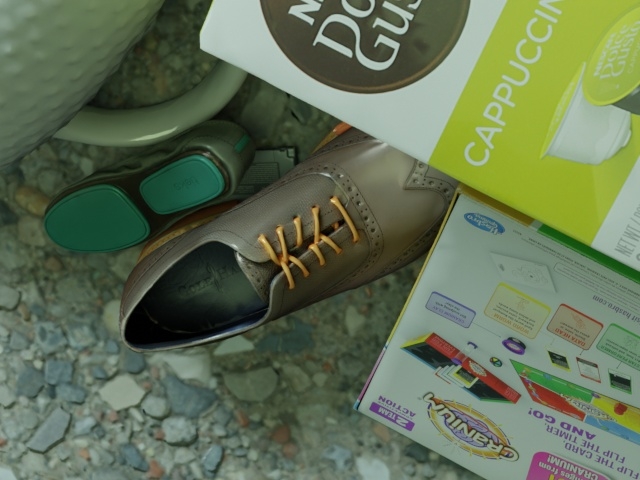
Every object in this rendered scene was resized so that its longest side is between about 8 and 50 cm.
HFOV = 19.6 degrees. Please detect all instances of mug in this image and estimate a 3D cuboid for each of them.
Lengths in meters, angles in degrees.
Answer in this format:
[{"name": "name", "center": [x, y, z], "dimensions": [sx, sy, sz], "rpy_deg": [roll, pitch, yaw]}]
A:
[{"name": "mug", "center": [-0.224, -0.191, 1.421], "dimensions": [0.374, 0.276, 0.328], "rpy_deg": [20, 127, -24]}]

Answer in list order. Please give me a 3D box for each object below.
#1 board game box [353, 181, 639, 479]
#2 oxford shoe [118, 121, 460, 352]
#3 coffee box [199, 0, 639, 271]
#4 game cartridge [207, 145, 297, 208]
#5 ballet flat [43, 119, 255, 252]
[{"name": "board game box", "center": [0.177, 0.086, 1.409], "dimensions": [0.242, 0.064, 0.316], "rpy_deg": [28, 143, 4]}, {"name": "oxford shoe", "center": [0.000, 0.000, 1.458], "dimensions": [0.363, 0.133, 0.130], "rpy_deg": [-29, 102, 21]}, {"name": "coffee box", "center": [0.163, -0.233, 1.251], "dimensions": [0.334, 0.338, 0.337], "rpy_deg": [28, 110, 5]}, {"name": "game cartridge", "center": [-0.058, -0.050, 1.536], "dimensions": [0.083, 0.017, 0.056], "rpy_deg": [-1, 103, 14]}, {"name": "ballet flat", "center": [-0.137, -0.043, 1.516], "dimensions": [0.213, 0.068, 0.072], "rpy_deg": [-19, 114, 37]}]
